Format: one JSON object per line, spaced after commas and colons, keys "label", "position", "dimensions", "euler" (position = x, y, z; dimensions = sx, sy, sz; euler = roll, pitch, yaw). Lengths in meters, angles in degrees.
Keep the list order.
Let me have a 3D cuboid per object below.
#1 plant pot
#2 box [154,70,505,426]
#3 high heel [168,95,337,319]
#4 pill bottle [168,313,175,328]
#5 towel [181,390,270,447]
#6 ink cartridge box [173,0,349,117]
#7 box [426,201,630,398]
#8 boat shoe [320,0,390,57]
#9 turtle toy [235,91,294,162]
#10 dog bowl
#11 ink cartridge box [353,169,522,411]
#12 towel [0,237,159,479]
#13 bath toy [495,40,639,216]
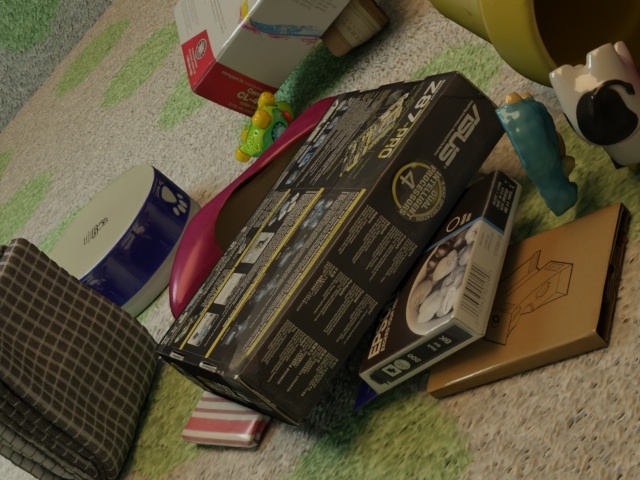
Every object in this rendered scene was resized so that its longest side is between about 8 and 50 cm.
{"label": "plant pot", "position": [0.235, -0.291, 1.376], "dimensions": [0.254, 0.254, 0.239], "euler": [-52, 35, -9]}
{"label": "box", "position": [0.000, 0.000, 1.449], "dimensions": [0.395, 0.097, 0.318], "euler": [-55, 17, -13]}
{"label": "high heel", "position": [-0.060, -0.049, 1.680], "dimensions": [0.181, 0.127, 0.377], "euler": [-32, 23, 53]}
{"label": "pill bottle", "position": [-0.167, 0.106, 1.738], "dimensions": [0.083, 0.043, 0.043], "euler": [-12, 42, 53]}
{"label": "towel", "position": [-0.074, 0.157, 1.535], "dimensions": [0.144, 0.029, 0.197], "euler": [-7, 48, 54]}
{"label": "ink cartridge box", "position": [-0.080, -0.374, 1.992], "dimensions": [0.306, 0.131, 0.226], "euler": [-46, 38, 29]}
{"label": "box", "position": [0.195, 0.058, 1.245], "dimensions": [0.201, 0.021, 0.164], "euler": [-24, 33, 41]}
{"label": "boat shoe", "position": [0.004, -0.385, 2.096], "dimensions": [0.110, 0.121, 0.341], "euler": [-43, 26, 7]}
{"label": "turtle toy", "position": [-0.076, -0.169, 1.969], "dimensions": [0.130, 0.066, 0.095], "euler": [-77, 14, -51]}
{"label": "dog bowl", "position": [-0.310, 0.012, 2.039], "dimensions": [0.265, 0.104, 0.265], "euler": [-37, 27, 22]}
{"label": "ink cartridge box", "position": [0.105, 0.050, 1.330], "dimensions": [0.208, 0.045, 0.206], "euler": [-38, 23, 45]}
{"label": "towel", "position": [-0.345, 0.155, 1.667], "dimensions": [0.121, 0.283, 0.235], "euler": [-28, 32, 34]}
{"label": "bath toy", "position": [0.339, -0.145, 1.195], "dimensions": [0.348, 0.129, 0.151], "euler": [-28, -5, 29]}
